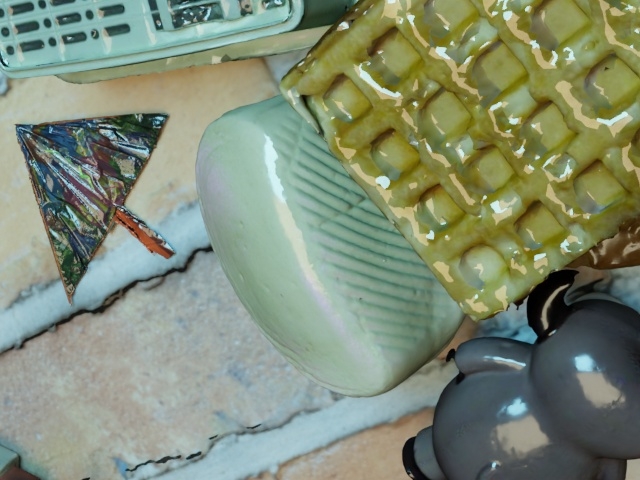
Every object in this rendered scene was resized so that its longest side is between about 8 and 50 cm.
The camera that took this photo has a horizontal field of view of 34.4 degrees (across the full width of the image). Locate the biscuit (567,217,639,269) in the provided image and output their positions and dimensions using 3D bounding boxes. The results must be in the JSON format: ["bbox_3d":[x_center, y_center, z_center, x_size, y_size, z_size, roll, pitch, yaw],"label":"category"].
[{"bbox_3d":[0.177,-0.115,0.709,0.295,0.075,0.296,3,104,13],"label":"biscuit"}]

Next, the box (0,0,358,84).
[{"bbox_3d":[-0.111,-0.232,0.742,0.290,0.166,0.221,-4,109,23],"label":"box"}]

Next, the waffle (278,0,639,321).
[{"bbox_3d":[0.149,-0.111,0.608,0.213,0.091,0.308,50,127,-2],"label":"waffle"}]

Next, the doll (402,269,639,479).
[{"bbox_3d":[0.181,0.136,0.803,0.182,0.117,0.257,43,120,-1],"label":"doll"}]

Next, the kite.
[{"bbox_3d":[-0.210,-0.041,0.948,0.189,0.009,0.232,39,120,2],"label":"kite"}]

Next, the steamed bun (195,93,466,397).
[{"bbox_3d":[0.000,0.000,0.800,0.152,0.170,0.239,-16,102,47],"label":"steamed bun"}]

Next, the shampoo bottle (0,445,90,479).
[{"bbox_3d":[-0.375,0.252,1.097,0.284,0.071,0.153,13,112,14],"label":"shampoo bottle"}]
